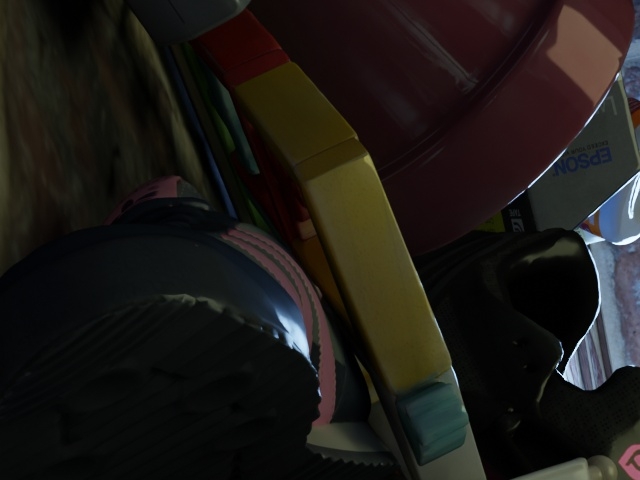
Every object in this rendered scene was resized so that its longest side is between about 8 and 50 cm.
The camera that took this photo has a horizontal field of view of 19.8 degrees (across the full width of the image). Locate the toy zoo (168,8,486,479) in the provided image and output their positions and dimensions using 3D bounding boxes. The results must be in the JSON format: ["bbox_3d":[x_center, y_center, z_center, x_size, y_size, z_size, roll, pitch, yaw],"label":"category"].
[{"bbox_3d":[0.000,0.000,0.808,0.293,0.030,0.192,53,-13,56],"label":"toy zoo"}]

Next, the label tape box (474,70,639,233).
[{"bbox_3d":[0.140,-0.095,1.419,0.240,0.106,0.334,-177,-107,-72],"label":"label tape box"}]

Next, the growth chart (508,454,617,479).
[{"bbox_3d":[0.103,0.206,0.748,0.172,0.021,0.237,6,70,-50],"label":"growth chart"}]

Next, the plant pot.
[{"bbox_3d":[0.031,-0.120,0.955,0.180,0.201,0.201,43,26,-22],"label":"plant pot"}]

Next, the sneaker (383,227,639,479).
[{"bbox_3d":[0.081,0.145,0.889,0.483,0.202,0.185,-90,162,-47],"label":"sneaker"}]

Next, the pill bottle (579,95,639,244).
[{"bbox_3d":[0.194,-0.091,1.594,0.121,0.221,0.121,-39,143,-38],"label":"pill bottle"}]

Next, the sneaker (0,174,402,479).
[{"bbox_3d":[-0.059,0.030,0.641,0.319,0.112,0.131,59,6,-72],"label":"sneaker"}]

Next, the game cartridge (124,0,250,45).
[{"bbox_3d":[-0.080,-0.223,0.804,0.196,0.060,0.294,51,26,-33],"label":"game cartridge"}]

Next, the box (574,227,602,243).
[{"bbox_3d":[0.233,-0.040,1.688,0.100,0.244,0.060,55,25,-61],"label":"box"}]
